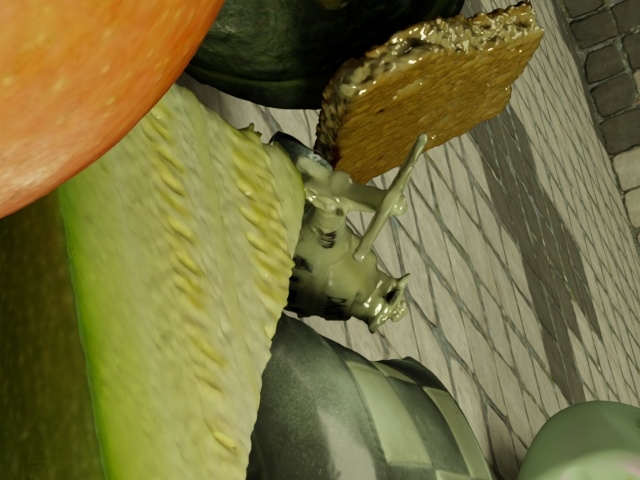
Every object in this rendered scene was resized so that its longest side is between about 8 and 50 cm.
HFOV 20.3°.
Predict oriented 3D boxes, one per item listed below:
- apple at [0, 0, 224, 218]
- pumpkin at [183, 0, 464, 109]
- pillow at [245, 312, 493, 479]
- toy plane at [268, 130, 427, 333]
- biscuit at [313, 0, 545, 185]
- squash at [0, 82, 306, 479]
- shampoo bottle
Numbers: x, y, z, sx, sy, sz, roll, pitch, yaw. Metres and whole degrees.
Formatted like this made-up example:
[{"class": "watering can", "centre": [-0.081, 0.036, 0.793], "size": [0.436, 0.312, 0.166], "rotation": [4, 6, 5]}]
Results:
[{"class": "apple", "centre": [-0.136, -0.132, 0.485], "size": [0.251, 0.206, 0.272], "rotation": [-70, 136, -73]}, {"class": "pumpkin", "centre": [-0.026, -0.214, 0.993], "size": [0.300, 0.207, 0.300], "rotation": [-7, 90, -83]}, {"class": "pillow", "centre": [0.018, 0.128, 0.878], "size": [0.250, 0.106, 0.186], "rotation": [27, 44, -63]}, {"class": "toy plane", "centre": [0.000, 0.000, 0.888], "size": [0.108, 0.092, 0.286], "rotation": [31, -12, 5]}, {"class": "biscuit", "centre": [0.056, -0.080, 0.948], "size": [0.026, 0.131, 0.237], "rotation": [58, -9, 9]}, {"class": "squash", "centre": [-0.068, 0.071, 0.634], "size": [0.203, 0.111, 0.288], "rotation": [36, 33, -54]}, {"class": "shampoo bottle", "centre": [0.261, 0.233, 1.517], "size": [0.222, 0.151, 0.349], "rotation": [64, 15, 3]}]
